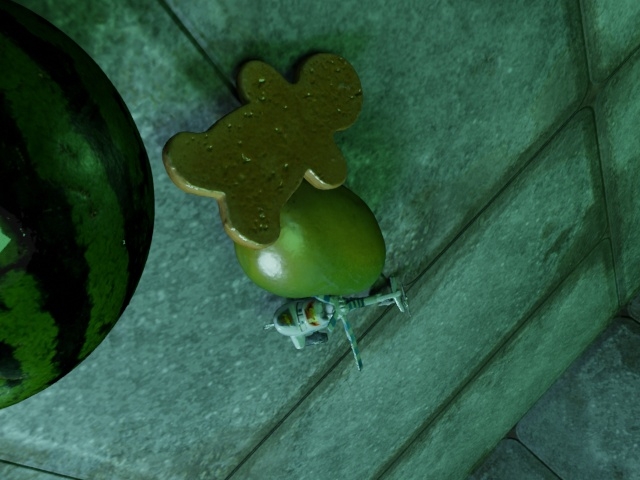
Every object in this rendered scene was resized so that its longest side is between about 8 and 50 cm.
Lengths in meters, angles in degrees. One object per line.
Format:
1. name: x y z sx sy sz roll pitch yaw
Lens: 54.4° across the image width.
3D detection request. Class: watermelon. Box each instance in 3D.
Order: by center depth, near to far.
1. watermelon: -0.255 -0.022 0.416 0.285 0.285 0.285 -24 135 -27

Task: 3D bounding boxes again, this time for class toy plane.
1. toy plane: 0.025 0.092 0.938 0.273 0.107 0.182 -35 103 -55

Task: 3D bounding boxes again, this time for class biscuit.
1. biscuit: -0.042 -0.111 0.672 0.165 0.036 0.250 48 63 -18

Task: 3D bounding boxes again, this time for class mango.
1. mango: 0.000 0.000 0.781 0.251 0.114 0.156 16 86 -41
